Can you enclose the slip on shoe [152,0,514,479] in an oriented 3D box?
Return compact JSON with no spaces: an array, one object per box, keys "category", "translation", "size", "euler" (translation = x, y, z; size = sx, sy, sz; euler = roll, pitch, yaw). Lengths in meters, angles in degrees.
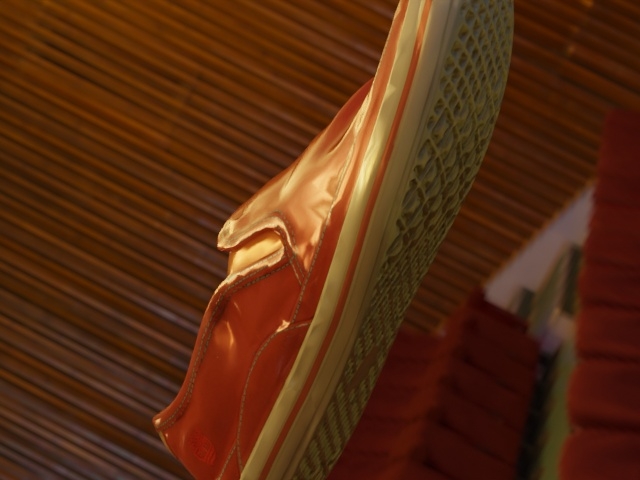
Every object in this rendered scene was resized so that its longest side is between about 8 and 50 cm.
[{"category":"slip on shoe","translation":[0.000,0.000,0.767],"size":[0.123,0.101,0.331],"euler":[-31,-31,-58]}]
